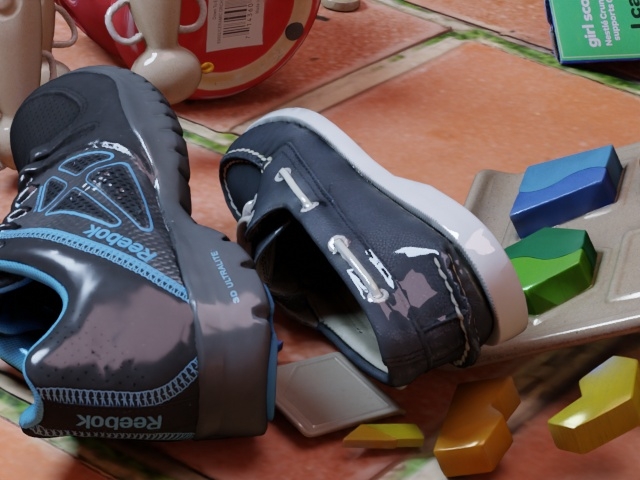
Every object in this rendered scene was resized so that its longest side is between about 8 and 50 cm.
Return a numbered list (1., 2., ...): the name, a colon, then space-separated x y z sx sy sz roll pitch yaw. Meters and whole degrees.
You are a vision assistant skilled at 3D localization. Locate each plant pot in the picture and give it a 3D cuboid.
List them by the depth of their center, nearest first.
1. plant pot: -0.106 -0.211 1.393 0.191 0.191 0.174 -9 37 -25

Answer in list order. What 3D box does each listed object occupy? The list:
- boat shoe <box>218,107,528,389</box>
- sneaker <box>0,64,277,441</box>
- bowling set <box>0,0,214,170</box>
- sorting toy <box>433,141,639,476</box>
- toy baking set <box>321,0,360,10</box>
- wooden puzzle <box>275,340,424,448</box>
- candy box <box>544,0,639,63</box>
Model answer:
1. boat shoe: 0.000 0.000 1.089 0.091 0.114 0.302 -28 24 -19
2. sneaker: -0.139 -0.004 1.062 0.140 0.125 0.341 -7 30 -21
3. bowling set: -0.232 -0.129 1.290 0.287 0.154 0.200 -11 11 -17
4. sorting toy: 0.167 0.014 1.068 0.229 0.041 0.307 -11 29 25
5. toy baking set: -0.053 -0.255 1.647 0.256 0.030 0.197 13 29 14
6. wooden puzzle: 0.002 0.088 1.034 0.079 0.014 0.116 -3 29 -27
7. candy box: 0.378 -0.236 1.499 0.317 0.122 0.268 -1 20 38
